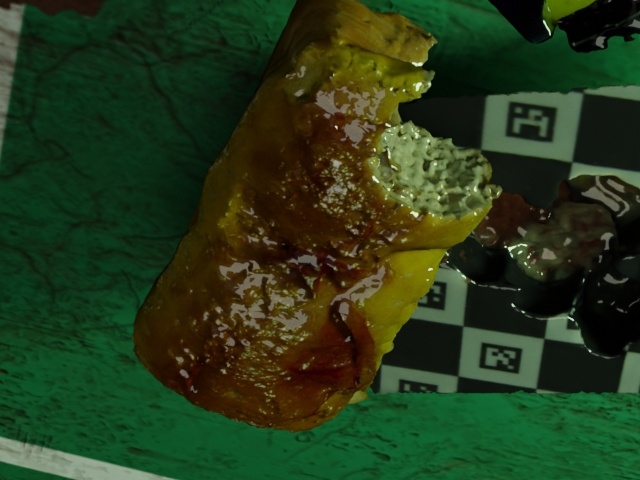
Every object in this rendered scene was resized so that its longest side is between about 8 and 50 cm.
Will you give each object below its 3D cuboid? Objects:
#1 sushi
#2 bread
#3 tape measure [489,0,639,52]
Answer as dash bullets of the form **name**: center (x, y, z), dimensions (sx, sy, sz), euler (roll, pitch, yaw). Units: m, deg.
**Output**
- **sushi**: center (0.166, -0.011, 1.189), dimensions (0.339, 0.069, 0.320), euler (-3, 135, 20)
- **bread**: center (0.000, 0.000, 1.118), dimensions (0.185, 0.109, 0.380), euler (23, 137, -7)
- **tape measure**: center (0.104, -0.216, 0.838), dimensions (0.112, 0.186, 0.199), euler (-17, 140, 36)
